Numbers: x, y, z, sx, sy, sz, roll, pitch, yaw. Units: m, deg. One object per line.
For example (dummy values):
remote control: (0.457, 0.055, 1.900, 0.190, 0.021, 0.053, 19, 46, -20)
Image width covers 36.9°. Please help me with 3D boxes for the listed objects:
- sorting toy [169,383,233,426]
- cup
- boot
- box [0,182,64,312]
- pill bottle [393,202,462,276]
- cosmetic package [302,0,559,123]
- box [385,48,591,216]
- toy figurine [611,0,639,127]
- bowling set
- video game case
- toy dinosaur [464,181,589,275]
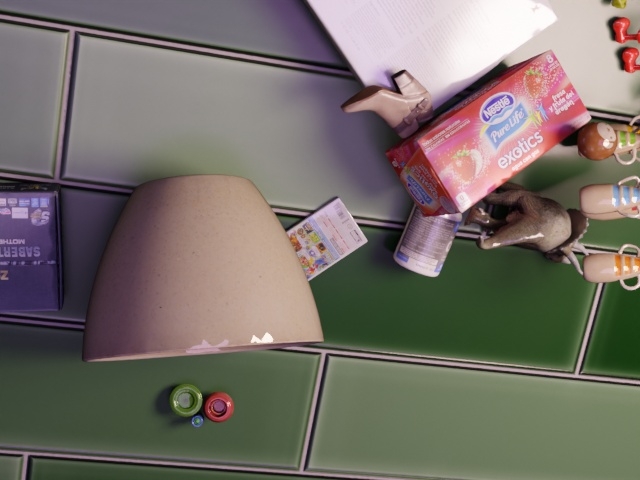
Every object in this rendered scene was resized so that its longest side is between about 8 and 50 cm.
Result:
sorting toy: (-0.189, 0.263, 1.527, 0.102, 0.042, 0.061, 15, 88, -2)
cup: (-0.168, 0.039, 1.341, 0.331, 0.331, 0.236, -3, 82, -9)
boot: (0.098, -0.180, 1.340, 0.118, 0.042, 0.087, -27, 118, 7)
box: (-0.490, 0.011, 1.380, 0.233, 0.059, 0.183, 0, 108, -10)
pill bottle: (0.171, -0.020, 1.479, 0.078, 0.078, 0.137, 18, 103, -15)
cosmetic package: (0.116, -0.384, 1.348, 0.284, 0.097, 0.377, -35, 109, 4)
box: (0.239, -0.151, 1.383, 0.257, 0.128, 0.122, -35, 98, -15)
toy figurine: (0.584, -0.350, 1.449, 0.217, 0.191, 0.362, -33, 115, -29)
bowling set: (0.445, -0.088, 1.357, 0.154, 0.200, 0.287, -3, 66, 15)
video game case: (0.000, 0.000, 1.490, 0.122, 0.011, 0.087, -34, 110, 1)
toy dinosaur: (0.315, -0.031, 1.436, 0.160, 0.313, 0.121, 17, 94, 24)
